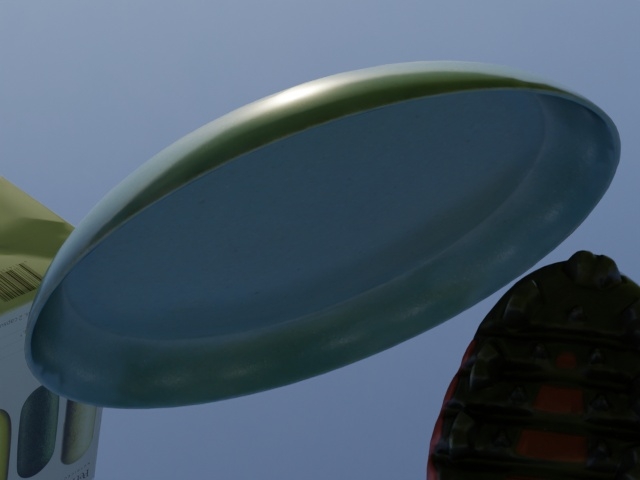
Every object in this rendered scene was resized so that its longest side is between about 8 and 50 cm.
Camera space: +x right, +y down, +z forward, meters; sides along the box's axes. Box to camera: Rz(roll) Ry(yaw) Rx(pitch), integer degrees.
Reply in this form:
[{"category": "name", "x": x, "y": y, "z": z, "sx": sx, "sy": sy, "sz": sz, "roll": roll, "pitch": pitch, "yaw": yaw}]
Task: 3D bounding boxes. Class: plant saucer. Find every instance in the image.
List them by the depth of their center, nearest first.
[{"category": "plant saucer", "x": 0.000, "y": 0.000, "z": 0.662, "sx": 0.317, "sy": 0.317, "sz": 0.044, "roll": -13, "pitch": -114, "yaw": -18}]

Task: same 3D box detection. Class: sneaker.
[{"category": "sneaker", "x": 0.093, "y": 0.145, "z": 0.563, "sx": 0.097, "sy": 0.135, "sz": 0.276, "roll": 8, "pitch": -101, "yaw": 12}]

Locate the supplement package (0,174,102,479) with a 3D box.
[{"category": "supplement package", "x": -0.328, "y": 0.110, "z": 1.157, "sx": 0.198, "sy": 0.263, "sz": 0.199, "roll": 32, "pitch": -143, "yaw": 28}]
